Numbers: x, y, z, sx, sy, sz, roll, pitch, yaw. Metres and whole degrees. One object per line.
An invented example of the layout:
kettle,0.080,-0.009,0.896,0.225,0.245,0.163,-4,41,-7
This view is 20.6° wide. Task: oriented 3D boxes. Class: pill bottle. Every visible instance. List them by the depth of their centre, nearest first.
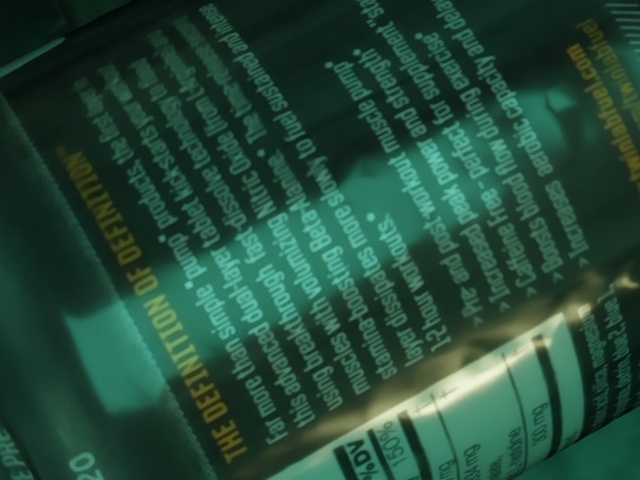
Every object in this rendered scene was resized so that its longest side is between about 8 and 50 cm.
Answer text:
pill bottle,0.000,0.000,0.379,0.245,0.130,0.130,-28,91,-10
